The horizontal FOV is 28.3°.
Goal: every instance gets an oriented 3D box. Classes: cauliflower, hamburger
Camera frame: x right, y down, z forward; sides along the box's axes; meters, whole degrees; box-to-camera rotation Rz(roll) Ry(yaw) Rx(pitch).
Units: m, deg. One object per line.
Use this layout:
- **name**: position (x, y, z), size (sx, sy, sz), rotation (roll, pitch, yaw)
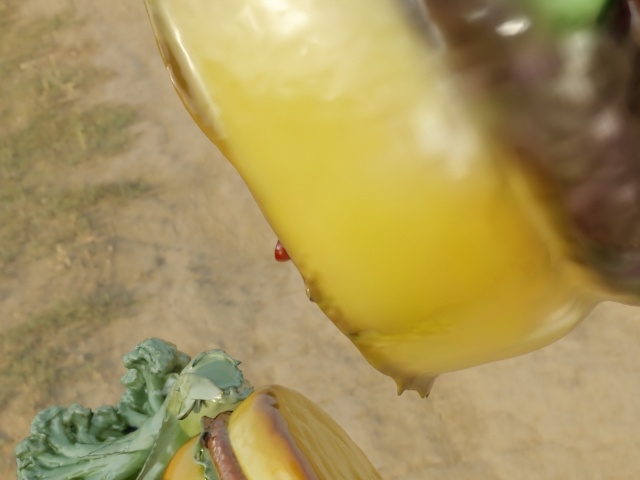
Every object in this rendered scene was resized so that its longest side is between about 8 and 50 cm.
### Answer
- **cauliflower**: position (-0.132, 0.214, 1.270), size (0.327, 0.281, 0.260), rotation (12, 18, -26)
- **hamburger**: position (-0.032, 0.250, 1.054), size (0.170, 0.246, 0.246), rotation (-37, 34, 6)
- **hamburger**: position (0.103, -0.135, 0.594), size (0.277, 0.395, 0.395), rotation (-25, 31, 17)

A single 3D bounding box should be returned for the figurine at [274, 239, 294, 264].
- **figurine**: position (0.000, 0.000, 1.234), size (0.071, 0.067, 0.083), rotation (15, 65, 7)
